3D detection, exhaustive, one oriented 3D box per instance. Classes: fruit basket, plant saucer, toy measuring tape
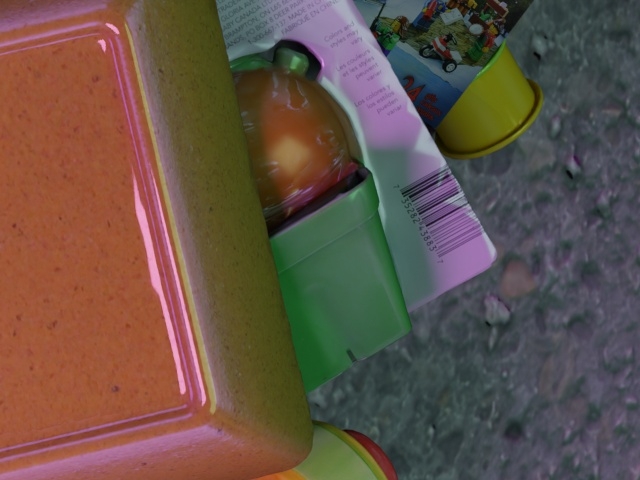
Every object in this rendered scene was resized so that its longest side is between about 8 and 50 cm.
[{"bbox_3d":[-0.111,-0.051,1.138,0.327,0.165,0.353,-32,99,-1],"label":"fruit basket"},{"bbox_3d":[-0.194,0.010,1.017,0.332,0.081,0.333,-13,96,-4],"label":"plant saucer"},{"bbox_3d":[-0.030,0.131,1.268,0.121,0.121,0.330,-35,103,-34],"label":"toy measuring tape"}]

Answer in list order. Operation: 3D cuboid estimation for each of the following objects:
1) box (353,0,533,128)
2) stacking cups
[{"bbox_3d":[0.036,-0.204,1.290,0.233,0.044,0.159,31,105,-25],"label":"box"},{"bbox_3d":[0.063,-0.210,1.370,0.096,0.096,0.316,-48,124,-26],"label":"stacking cups"}]
